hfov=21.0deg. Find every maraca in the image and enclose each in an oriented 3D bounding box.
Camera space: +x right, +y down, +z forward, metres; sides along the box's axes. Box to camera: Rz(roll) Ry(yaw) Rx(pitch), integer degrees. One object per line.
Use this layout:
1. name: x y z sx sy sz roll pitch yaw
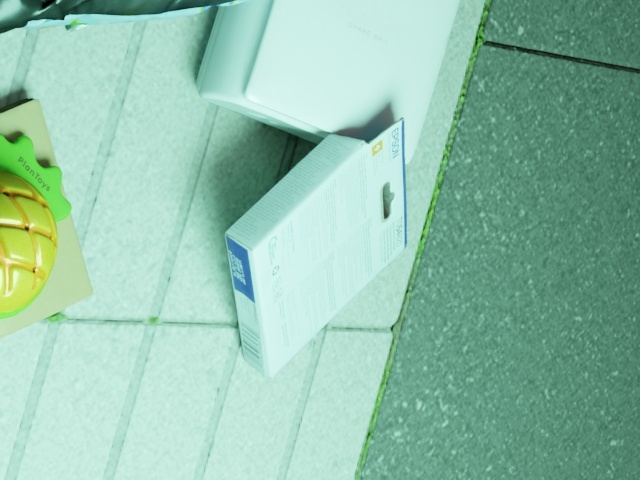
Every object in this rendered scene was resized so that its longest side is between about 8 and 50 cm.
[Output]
1. maraca: -0.281 -0.014 1.523 0.127 0.099 0.185 50 42 -30

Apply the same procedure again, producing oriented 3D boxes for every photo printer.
1. photo printer: 0.026 -0.252 1.751 0.256 0.107 0.307 20 85 -40

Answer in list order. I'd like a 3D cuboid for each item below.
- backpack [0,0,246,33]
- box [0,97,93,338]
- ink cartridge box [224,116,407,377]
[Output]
1. backpack: -0.154 -0.329 1.511 0.355 0.273 0.290 -4 110 -20
2. box: -0.303 -0.010 1.579 0.164 0.021 0.201 -27 115 -33
3. ink cartridge box: 0.000 0.000 1.755 0.224 0.045 0.223 -42 150 -26
